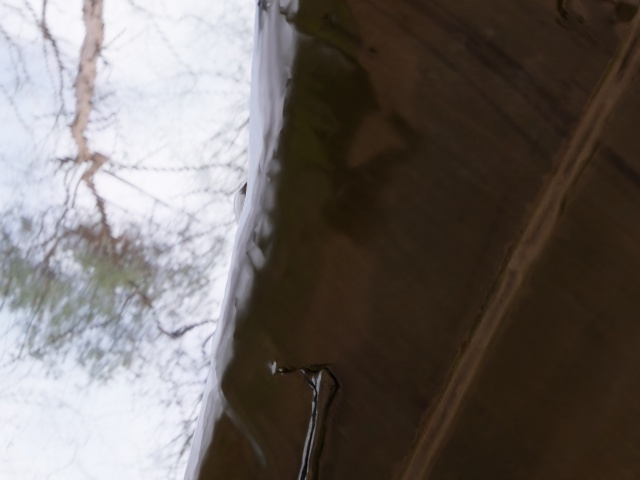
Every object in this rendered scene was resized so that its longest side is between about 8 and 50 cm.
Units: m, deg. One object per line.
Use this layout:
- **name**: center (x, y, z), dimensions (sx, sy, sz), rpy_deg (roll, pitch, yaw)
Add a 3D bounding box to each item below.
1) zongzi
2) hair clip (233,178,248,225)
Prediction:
- **zongzi**: center (-0.021, 0.049, 0.510), dimensions (0.418, 0.181, 0.447), rpy_deg (43, -99, 13)
- **hair clip**: center (-0.007, 0.000, 0.934), dimensions (0.075, 0.257, 0.146), rpy_deg (-4, -103, -12)
